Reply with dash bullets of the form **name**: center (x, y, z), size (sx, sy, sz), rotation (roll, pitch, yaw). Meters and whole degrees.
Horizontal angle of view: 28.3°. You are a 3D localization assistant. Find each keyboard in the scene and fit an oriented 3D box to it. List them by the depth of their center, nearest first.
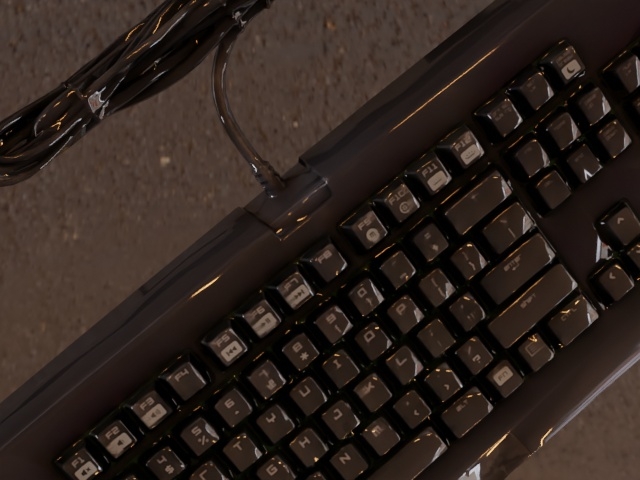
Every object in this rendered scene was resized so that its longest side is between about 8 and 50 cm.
- **keyboard**: center (0.000, 0.000, 0.384), size (0.317, 0.033, 0.201), rotation (-40, 102, -8)
